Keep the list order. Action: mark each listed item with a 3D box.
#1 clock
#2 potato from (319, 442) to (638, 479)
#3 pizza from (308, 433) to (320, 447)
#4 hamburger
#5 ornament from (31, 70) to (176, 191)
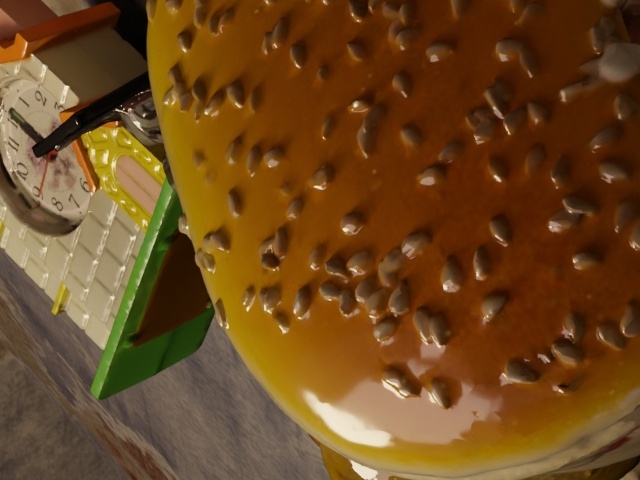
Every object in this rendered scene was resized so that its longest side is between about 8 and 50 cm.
[{"bbox_3d":[-0.176,-0.055,1.371,0.255,0.106,0.220,42,133,21],"label":"clock"},{"bbox_3d":[0.077,0.109,1.159,0.178,0.158,0.203,43,167,28],"label":"potato"},{"bbox_3d":[0.104,0.191,1.404,0.365,0.074,0.182,34,159,46],"label":"pizza"},{"bbox_3d":[0.051,-0.058,0.673,0.151,0.227,0.295,38,-154,-60],"label":"hamburger"},{"bbox_3d":[-0.047,-0.022,1.159,0.196,0.153,0.166,58,164,-4],"label":"ornament"}]
